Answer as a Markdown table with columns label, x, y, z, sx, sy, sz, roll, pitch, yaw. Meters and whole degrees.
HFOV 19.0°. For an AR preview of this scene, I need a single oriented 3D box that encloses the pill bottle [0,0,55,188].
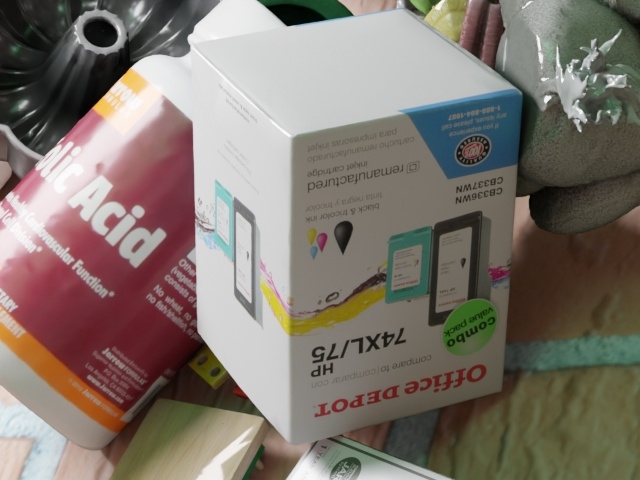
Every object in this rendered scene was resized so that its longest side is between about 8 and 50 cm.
| label | x | y | z | sx | sy | sz | roll | pitch | yaw |
| --- | --- | --- | --- | --- | --- | --- | --- | --- | --- |
| pill bottle | -0.393 | -0.192 | 2.090 | 0.229 | 0.229 | 0.407 | 10 | 59 | 43 |

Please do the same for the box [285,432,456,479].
| label | x | y | z | sx | sy | sz | roll | pitch | yaw |
| --- | --- | --- | --- | --- | --- | --- | --- | --- | --- |
| box | 0.073 | 0.264 | 1.408 | 0.290 | 0.087 | 0.169 | 15 | 62 | 45 |

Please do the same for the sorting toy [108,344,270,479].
| label | x | y | z | sx | sy | sz | roll | pitch | yaw |
| --- | --- | --- | --- | --- | --- | --- | --- | --- | --- |
| sorting toy | -0.111 | 0.202 | 1.639 | 0.132 | 0.046 | 0.274 | 5 | 56 | 41 |

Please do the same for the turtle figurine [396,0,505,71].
| label | x | y | z | sx | sy | sz | roll | pitch | yaw |
| --- | --- | --- | --- | --- | --- | --- | --- | --- | --- |
| turtle figurine | 0.141 | -0.248 | 1.713 | 0.274 | 0.266 | 0.198 | -46 | 38 | -13 |

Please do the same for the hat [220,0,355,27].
| label | x | y | z | sx | sy | sz | roll | pitch | yaw |
| --- | --- | --- | --- | --- | --- | --- | --- | --- | --- |
| hat | -0.044 | -0.190 | 1.909 | 0.173 | 0.208 | 0.183 | -3 | 15 | -6 |

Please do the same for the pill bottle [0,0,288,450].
| label | x | y | z | sx | sy | sz | roll | pitch | yaw |
| --- | --- | --- | --- | --- | --- | --- | --- | --- | --- |
| pill bottle | -0.145 | -0.023 | 1.720 | 0.392 | 0.224 | 0.224 | -46 | 40 | -2 |

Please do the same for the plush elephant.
| label | x | y | z | sx | sy | sz | roll | pitch | yaw |
| --- | --- | --- | --- | --- | --- | --- | --- | --- | --- |
| plush elephant | 0.271 | -0.129 | 1.504 | 0.255 | 0.272 | 0.330 | 2 | 11 | -14 |

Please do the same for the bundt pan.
| label | x | y | z | sx | sy | sz | roll | pitch | yaw |
| --- | --- | --- | --- | --- | --- | --- | --- | --- | --- |
| bundt pan | -0.234 | -0.180 | 1.936 | 0.124 | 0.331 | 0.331 | 123 | 171 | -58 |

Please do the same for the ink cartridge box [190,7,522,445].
| label | x | y | z | sx | sy | sz | roll | pitch | yaw |
| --- | --- | --- | --- | --- | --- | --- | --- | --- | --- |
| ink cartridge box | 0.023 | -0.015 | 1.522 | 0.198 | 0.270 | 0.197 | -13 | 31 | -23 |
